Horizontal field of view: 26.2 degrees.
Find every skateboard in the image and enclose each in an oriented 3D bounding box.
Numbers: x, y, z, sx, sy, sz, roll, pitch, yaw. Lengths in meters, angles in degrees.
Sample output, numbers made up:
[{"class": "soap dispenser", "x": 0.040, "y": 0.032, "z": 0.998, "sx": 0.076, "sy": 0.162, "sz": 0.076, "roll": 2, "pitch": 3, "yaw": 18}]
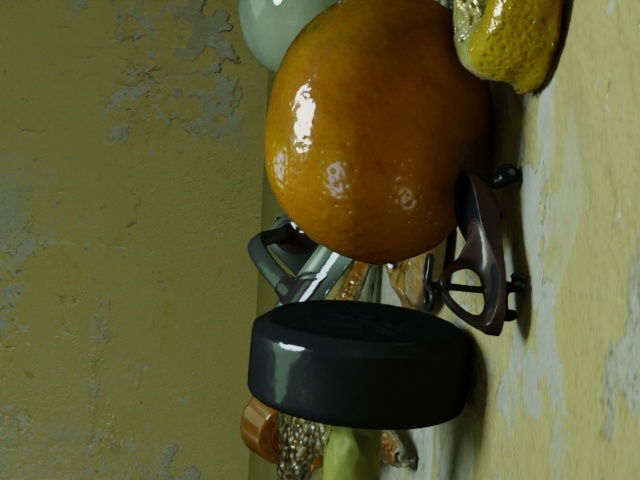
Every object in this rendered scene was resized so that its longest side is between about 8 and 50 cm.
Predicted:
[{"class": "skateboard", "x": 0.121, "y": 0.008, "z": 1.107, "sx": 0.067, "sy": 0.080, "sz": 0.151, "roll": 105, "pitch": 168, "yaw": -53}]

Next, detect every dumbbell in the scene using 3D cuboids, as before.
[{"class": "dumbbell", "x": 0.024, "y": 0.229, "z": 1.266, "sx": 0.204, "sy": 0.204, "sz": 0.322, "roll": -123, "pitch": 38, "yaw": -79}]

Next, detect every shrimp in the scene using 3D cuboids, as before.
[{"class": "shrimp", "x": 0.092, "y": -0.032, "z": 1.475, "sx": 0.289, "sy": 0.075, "sz": 0.178, "roll": -113, "pitch": 23, "yaw": -48}]

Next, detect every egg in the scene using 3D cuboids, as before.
[{"class": "egg", "x": -0.042, "y": -0.392, "z": 2.245, "sx": 0.186, "sy": 0.186, "sz": 0.253, "roll": -106, "pitch": 17, "yaw": -70}]

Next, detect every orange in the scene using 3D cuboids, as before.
[{"class": "orange", "x": 0.048, "y": -0.099, "z": 1.202, "sx": 0.171, "sy": 0.240, "sz": 0.240, "roll": 15, "pitch": 105, "yaw": 38}]

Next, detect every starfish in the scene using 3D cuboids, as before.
[{"class": "starfish", "x": 0.018, "y": 0.219, "z": 1.699, "sx": 0.384, "sy": 0.132, "sz": 0.398, "roll": -86, "pitch": 9, "yaw": -45}]

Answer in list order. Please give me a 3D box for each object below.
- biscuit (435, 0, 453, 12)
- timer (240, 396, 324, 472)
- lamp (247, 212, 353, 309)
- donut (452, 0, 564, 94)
[{"class": "biscuit", "x": 0.122, "y": -0.295, "z": 1.463, "sx": 0.121, "sy": 0.040, "sz": 0.199, "roll": -92, "pitch": 9, "yaw": -55}, {"class": "timer", "x": -0.036, "y": 0.311, "z": 2.147, "sx": 0.152, "sy": 0.132, "sz": 0.132, "roll": 37, "pitch": 126, "yaw": 53}, {"class": "lamp", "x": -0.005, "y": -0.004, "z": 1.884, "sx": 0.203, "sy": 0.124, "sz": 0.283, "roll": -44, "pitch": 6, "yaw": 16}, {"class": "donut", "x": 0.148, "y": -0.207, "z": 1.089, "sx": 0.162, "sy": 0.065, "sz": 0.178, "roll": 142, "pitch": 133, "yaw": -80}]
